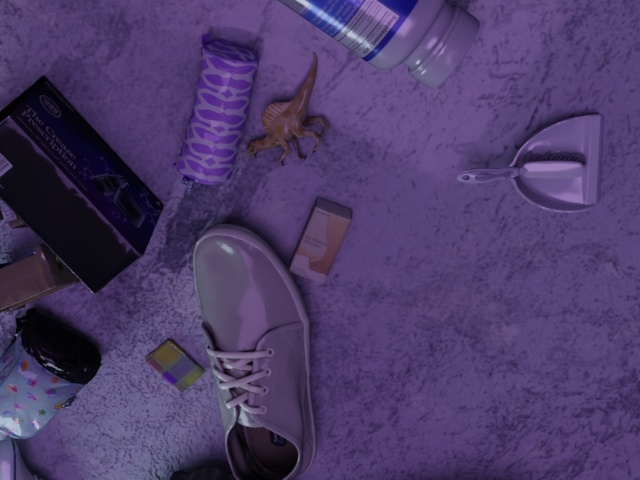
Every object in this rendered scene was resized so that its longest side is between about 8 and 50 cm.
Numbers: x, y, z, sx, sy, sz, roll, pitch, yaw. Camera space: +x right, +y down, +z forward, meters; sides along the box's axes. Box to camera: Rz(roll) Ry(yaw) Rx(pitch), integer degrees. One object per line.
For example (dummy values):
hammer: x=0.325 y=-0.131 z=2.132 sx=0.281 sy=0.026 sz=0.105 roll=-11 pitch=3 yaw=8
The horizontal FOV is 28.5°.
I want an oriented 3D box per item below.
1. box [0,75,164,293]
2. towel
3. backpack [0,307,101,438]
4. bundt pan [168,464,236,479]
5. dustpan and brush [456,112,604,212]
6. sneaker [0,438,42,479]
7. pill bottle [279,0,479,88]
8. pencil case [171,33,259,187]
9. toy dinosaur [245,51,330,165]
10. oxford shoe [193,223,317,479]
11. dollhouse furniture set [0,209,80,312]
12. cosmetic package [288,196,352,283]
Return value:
box: x=-0.353 y=-0.081 z=1.765 sx=0.103 sy=0.184 sz=0.261 roll=-37 pitch=108 yaw=15
towel: x=-0.230 y=0.196 z=1.980 sx=0.060 sy=0.009 sz=0.083 roll=-41 pitch=107 yaw=18
backpack: x=-0.445 y=0.214 z=1.942 sx=0.152 sy=0.115 sz=0.182 roll=38 pitch=113 yaw=-16
bundt pan: x=-0.171 y=0.504 z=2.055 sx=0.331 sy=0.124 sz=0.330 roll=1 pitch=114 yaw=2
dustpan and brush: x=0.299 y=-0.102 z=1.789 sx=0.211 sy=0.060 sz=0.147 roll=-1 pitch=114 yaw=3
sneaker: x=-0.471 y=0.430 z=2.066 sx=0.091 sy=0.094 sz=0.258 roll=-12 pitch=119 yaw=-11
pill bottle: x=0.069 y=-0.321 z=1.652 sx=0.272 sy=0.152 sz=0.152 roll=32 pitch=112 yaw=-12
pencil case: x=-0.147 y=-0.179 z=1.769 sx=0.088 sy=0.086 sz=0.206 roll=27 pitch=115 yaw=21
toy dinosaur: x=-0.035 y=-0.168 z=1.781 sx=0.093 sy=0.053 sz=0.183 roll=35 pitch=112 yaw=-11
oxford shoe: x=-0.100 y=0.190 z=1.894 sx=0.169 sy=0.130 sz=0.449 roll=1 pitch=115 yaw=24
dollhouse furniture set: x=-0.449 y=0.000 z=1.857 sx=0.129 sy=0.129 sz=0.183 roll=-22 pitch=87 yaw=13
cosmetic package: x=0.000 y=0.000 z=1.861 sx=0.060 sy=0.041 sz=0.115 roll=19 pitch=114 yaw=-5
